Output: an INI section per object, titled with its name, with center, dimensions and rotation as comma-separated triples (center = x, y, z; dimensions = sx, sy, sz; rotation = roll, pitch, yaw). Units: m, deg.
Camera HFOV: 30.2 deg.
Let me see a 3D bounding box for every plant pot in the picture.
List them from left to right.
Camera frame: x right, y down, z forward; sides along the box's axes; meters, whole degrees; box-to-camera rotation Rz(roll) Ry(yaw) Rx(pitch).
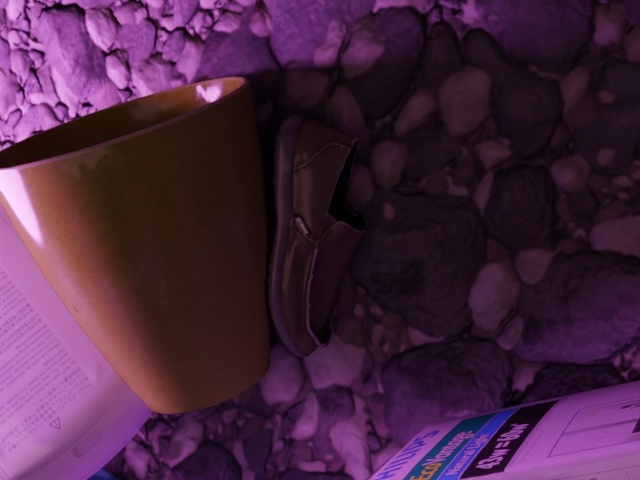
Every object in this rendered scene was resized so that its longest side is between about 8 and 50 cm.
[plant pot]
center = -0.158, 0.016, 1.204
dimensions = 0.275, 0.275, 0.293
rotation = -10, 107, 27

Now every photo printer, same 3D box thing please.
[photo printer]
center = -0.340, 0.134, 1.331
dimensions = 0.256, 0.107, 0.307
rotation = -41, 80, -4

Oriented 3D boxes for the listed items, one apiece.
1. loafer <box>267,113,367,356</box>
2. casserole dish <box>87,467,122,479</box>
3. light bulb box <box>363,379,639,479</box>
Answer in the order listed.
[loafer]
center = 0.000, 0.000, 1.197
dimensions = 0.088, 0.094, 0.251
rotation = 4, 106, 14
[casserole dish]
center = -0.285, 0.356, 1.406
dimensions = 0.114, 0.037, 0.188
rotation = 11, 106, -3
[light bulb box]
center = 0.262, 0.328, 1.059
dimensions = 0.361, 0.225, 0.357
rotation = -16, 93, 28
